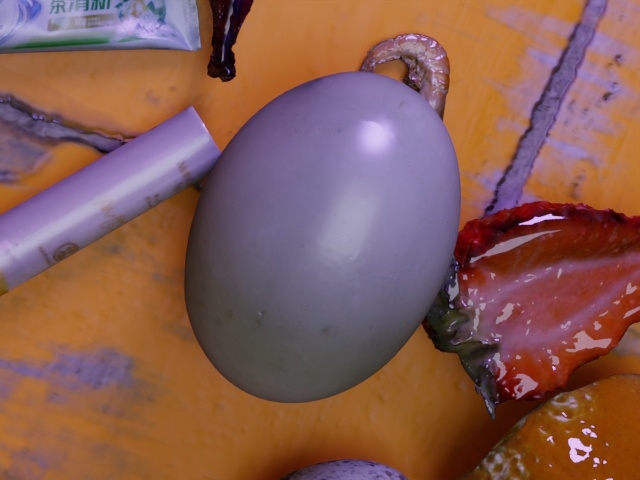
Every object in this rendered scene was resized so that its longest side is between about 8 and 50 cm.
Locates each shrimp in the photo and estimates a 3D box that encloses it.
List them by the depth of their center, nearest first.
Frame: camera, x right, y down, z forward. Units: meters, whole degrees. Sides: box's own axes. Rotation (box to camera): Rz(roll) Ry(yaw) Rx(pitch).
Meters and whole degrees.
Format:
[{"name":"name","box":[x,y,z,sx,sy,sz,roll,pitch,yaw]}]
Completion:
[{"name":"shrimp","box":[0.067,-0.116,1.316,0.083,0.023,0.114,0,98,-8]}]

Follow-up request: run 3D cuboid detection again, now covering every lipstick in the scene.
[{"name":"lipstick","box":[-0.201,-0.021,1.268,0.264,0.059,0.059,-30,107,-4]}]

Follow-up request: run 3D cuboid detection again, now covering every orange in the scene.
[{"name":"orange","box":[0.255,0.280,1.365,0.262,0.196,0.335,-13,104,-38]}]

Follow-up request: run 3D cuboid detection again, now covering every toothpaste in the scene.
[{"name":"toothpaste","box":[-0.242,-0.174,1.231,0.296,0.048,0.075,-6,99,-13]}]

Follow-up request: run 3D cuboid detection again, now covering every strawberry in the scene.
[{"name":"strawberry","box":[0.189,0.024,1.337,0.228,0.098,0.174,-37,108,-4]}]

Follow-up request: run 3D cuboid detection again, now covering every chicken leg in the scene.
[{"name":"chicken leg","box":[-0.090,-0.232,1.236,0.093,0.053,0.205,-27,95,1]}]

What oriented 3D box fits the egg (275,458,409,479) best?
[{"name":"egg","box":[0.007,0.254,1.339,0.172,0.132,0.132,-29,108,-14]}]

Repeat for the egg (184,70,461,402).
[{"name":"egg","box":[0.000,0.000,1.234,0.203,0.203,0.283,21,116,-15]}]
